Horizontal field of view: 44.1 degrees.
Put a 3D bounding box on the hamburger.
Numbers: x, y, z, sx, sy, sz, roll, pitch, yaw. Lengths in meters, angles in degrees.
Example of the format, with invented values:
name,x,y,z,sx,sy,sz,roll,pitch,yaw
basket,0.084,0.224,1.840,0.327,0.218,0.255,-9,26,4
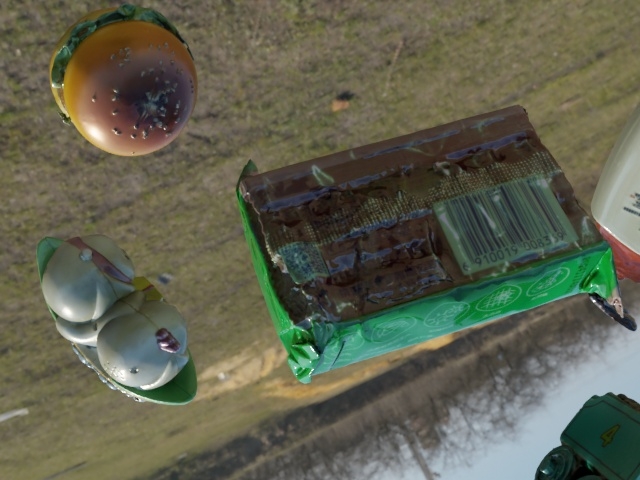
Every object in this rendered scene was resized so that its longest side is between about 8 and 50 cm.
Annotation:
name,x,y,z,sx,sy,sz,roll,pitch,yaw
hamburger,-0.311,-0.252,1.278,0.246,0.170,0.246,-19,129,-24

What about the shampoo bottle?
name,x,y,z,sx,sy,sz,roll,pitch,yaw
shampoo bottle,0.352,-0.032,0.811,0.071,0.153,0.284,-64,175,-53

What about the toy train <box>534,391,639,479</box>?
name,x,y,z,sx,sy,sz,roll,pitch,yaw
toy train,0.317,0.250,0.840,0.154,0.107,0.198,-51,-173,2

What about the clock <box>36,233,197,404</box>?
name,x,y,z,sx,sy,sz,roll,pitch,yaw
clock,-0.210,0.079,0.819,0.103,0.231,0.144,-43,171,-33

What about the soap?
name,x,y,z,sx,sy,sz,roll,pitch,yaw
soap,0.084,-0.001,0.650,0.273,0.218,0.098,-17,147,-10
